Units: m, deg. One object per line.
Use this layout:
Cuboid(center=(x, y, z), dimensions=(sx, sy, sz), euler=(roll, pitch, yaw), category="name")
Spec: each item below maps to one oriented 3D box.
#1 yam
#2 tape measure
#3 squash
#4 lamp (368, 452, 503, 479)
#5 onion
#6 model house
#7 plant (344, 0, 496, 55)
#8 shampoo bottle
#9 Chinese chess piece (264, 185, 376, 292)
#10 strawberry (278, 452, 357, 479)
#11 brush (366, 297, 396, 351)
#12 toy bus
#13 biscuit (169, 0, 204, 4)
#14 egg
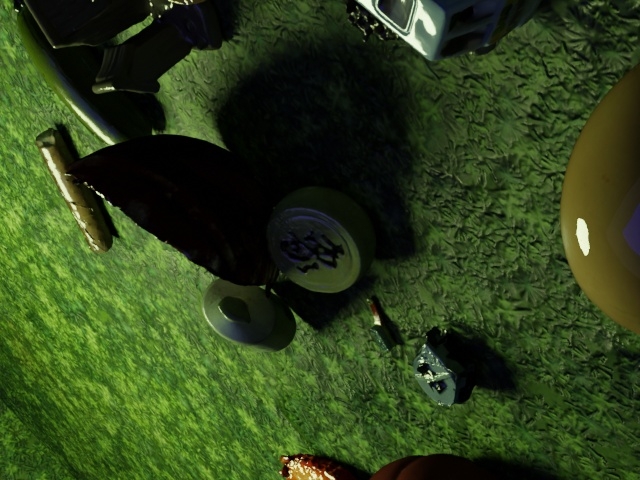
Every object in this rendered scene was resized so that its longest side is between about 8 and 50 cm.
Cuboid(center=(-0.427, -0.084, 2.018), dimensions=(0.057, 0.057, 0.241), euler=(13, 133, 47), category="yam")
Cuboid(center=(0.162, 0.168, 1.497), dimensions=(0.091, 0.054, 0.094), euler=(44, 148, 23), category="tape measure")
Cuboid(center=(-0.367, -0.256, 1.719), dimensions=(0.331, 0.087, 0.087), euler=(53, 150, -2), category="squash")
Cuboid(center=(0.158, 0.445, 1.596), dimensions=(0.303, 0.257, 0.303), euler=(-4, 84, 40), category="lamp")
Cuboid(center=(-0.169, -0.059, 1.523), dimensions=(0.314, 0.146, 0.280), euler=(35, -175, 3), category="onion")
Cuboid(center=(-0.256, -0.290, 1.450), dimensions=(0.229, 0.188, 0.122), euler=(56, 165, -8), category="model house")
Cuboid(center=(0.096, -0.223, 1.134), dimensions=(0.174, 0.085, 0.087), euler=(26, 101, 39), category="plant")
Cuboid(center=(-0.105, 0.104, 1.653), dimensions=(0.118, 0.087, 0.234), euler=(35, 178, 11), category="shampoo bottle")
Cuboid(center=(0.000, 0.000, 1.481), dimensions=(0.144, 0.058, 0.144), euler=(14, 130, 17), category="Chinese chess piece")
Cuboid(center=(0.013, 0.411, 1.961), dimensions=(0.188, 0.082, 0.121), euler=(32, 127, 45), category="strawberry")
Cuboid(center=(0.078, 0.115, 1.585), dimensions=(0.018, 0.021, 0.083), euler=(8, 129, 53), category="brush")
Cuboid(center=(0.048, -0.298, 1.049), dimensions=(0.329, 0.136, 0.109), euler=(42, 152, 17), category="toy bus")
Cuboid(center=(-0.161, -0.361, 1.344), dimensions=(0.170, 0.050, 0.170), euler=(19, 133, 23), category="biscuit")
Cuboid(center=(0.296, -0.044, 0.931), dimensions=(0.201, 0.201, 0.244), euler=(28, 136, 35), category="egg")
